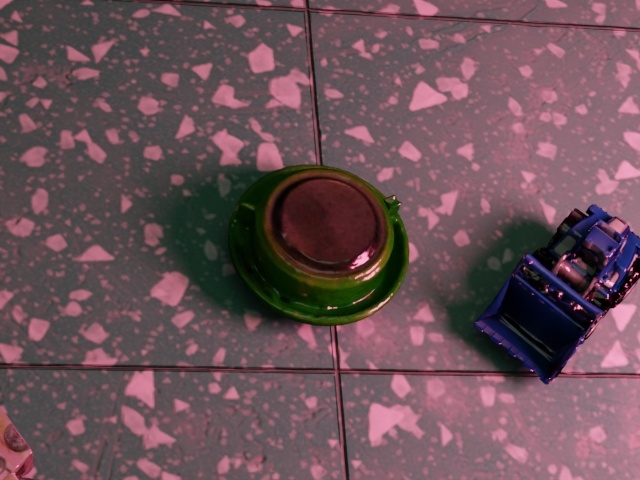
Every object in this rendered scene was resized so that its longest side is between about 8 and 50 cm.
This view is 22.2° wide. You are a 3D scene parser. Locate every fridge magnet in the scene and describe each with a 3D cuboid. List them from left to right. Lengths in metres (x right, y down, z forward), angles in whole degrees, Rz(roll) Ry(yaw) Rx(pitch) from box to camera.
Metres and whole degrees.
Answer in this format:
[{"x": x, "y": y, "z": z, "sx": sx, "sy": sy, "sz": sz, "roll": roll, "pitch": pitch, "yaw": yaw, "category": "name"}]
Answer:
[{"x": 0.000, "y": 0.000, "z": 1.828, "sx": 0.208, "sy": 0.088, "sz": 0.208, "roll": 6, "pitch": 59, "yaw": -9, "category": "fridge magnet"}]

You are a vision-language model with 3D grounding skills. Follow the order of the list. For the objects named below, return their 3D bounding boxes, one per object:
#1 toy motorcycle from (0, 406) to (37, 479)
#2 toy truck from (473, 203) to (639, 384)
[{"x": -0.367, "y": 0.220, "z": 1.630, "sx": 0.151, "sy": 0.074, "sz": 0.229, "roll": -26, "pitch": 70, "yaw": -22, "category": "toy motorcycle"}, {"x": 0.282, "y": 0.050, "z": 1.839, "sx": 0.113, "sy": 0.126, "sz": 0.208, "roll": 38, "pitch": 61, "yaw": 11, "category": "toy truck"}]
